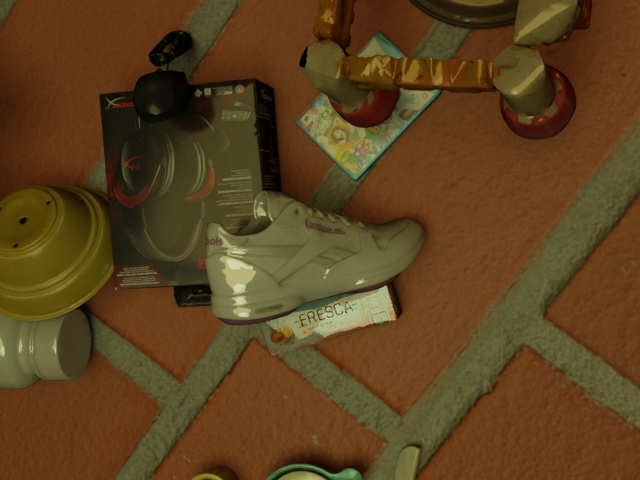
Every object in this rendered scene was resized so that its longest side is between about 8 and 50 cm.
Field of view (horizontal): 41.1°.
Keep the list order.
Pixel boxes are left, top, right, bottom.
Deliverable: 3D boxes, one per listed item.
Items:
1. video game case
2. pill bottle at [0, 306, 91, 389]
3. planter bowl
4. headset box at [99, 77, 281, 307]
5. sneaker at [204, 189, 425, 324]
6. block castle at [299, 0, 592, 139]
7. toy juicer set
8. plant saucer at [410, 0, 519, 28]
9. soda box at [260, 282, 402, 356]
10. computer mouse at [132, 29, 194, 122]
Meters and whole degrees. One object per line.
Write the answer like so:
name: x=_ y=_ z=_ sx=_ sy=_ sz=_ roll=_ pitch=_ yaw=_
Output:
video game case: x=0.063 y=-0.180 z=1.148 sx=0.119 sy=0.015 sz=0.166 roll=45 pitch=100 yaw=6
pill bottle: x=-0.453 y=0.145 z=1.212 sx=0.229 sy=0.131 sz=0.131 roll=-1 pitch=93 yaw=12
planter bowl: x=-0.385 y=-0.007 z=1.159 sx=0.217 sy=0.090 sz=0.217 roll=-6 pitch=59 yaw=9
headset box: x=-0.166 y=-0.057 z=1.153 sx=0.218 sy=0.110 sz=0.293 roll=-3 pitch=93 yaw=10
sneaker: x=0.000 y=0.000 z=1.056 sx=0.305 sy=0.114 sz=0.152 roll=-16 pitch=98 yaw=-28
block castle: x=0.168 y=-0.355 z=0.984 sx=0.303 sy=0.213 sz=0.452 roll=7 pitch=88 yaw=23
toy juicer set: x=-0.014 y=0.402 z=1.158 sx=0.329 sy=0.089 sz=0.209 roll=-9 pitch=91 yaw=11
plant saucer: x=0.211 y=-0.414 z=1.093 sx=0.278 sy=0.041 sz=0.277 roll=0 pitch=92 yaw=11
soda box: x=0.014 y=0.101 z=1.149 sx=0.183 sy=0.063 sz=0.058 roll=-17 pitch=89 yaw=11
computer mouse: x=-0.199 y=-0.224 z=1.098 sx=0.071 sy=0.242 sz=0.041 roll=-10 pitch=126 yaw=3
